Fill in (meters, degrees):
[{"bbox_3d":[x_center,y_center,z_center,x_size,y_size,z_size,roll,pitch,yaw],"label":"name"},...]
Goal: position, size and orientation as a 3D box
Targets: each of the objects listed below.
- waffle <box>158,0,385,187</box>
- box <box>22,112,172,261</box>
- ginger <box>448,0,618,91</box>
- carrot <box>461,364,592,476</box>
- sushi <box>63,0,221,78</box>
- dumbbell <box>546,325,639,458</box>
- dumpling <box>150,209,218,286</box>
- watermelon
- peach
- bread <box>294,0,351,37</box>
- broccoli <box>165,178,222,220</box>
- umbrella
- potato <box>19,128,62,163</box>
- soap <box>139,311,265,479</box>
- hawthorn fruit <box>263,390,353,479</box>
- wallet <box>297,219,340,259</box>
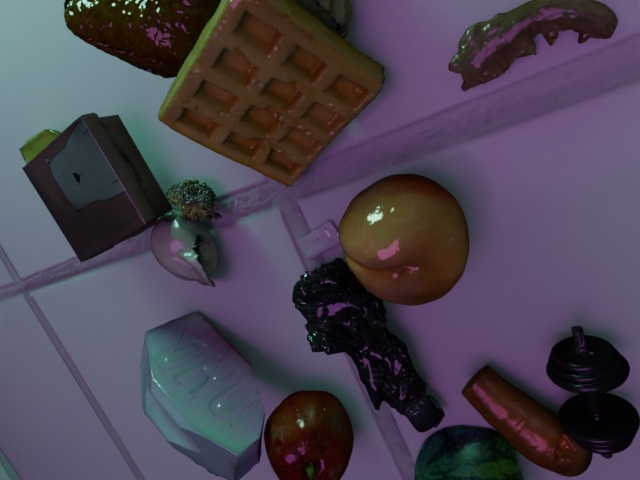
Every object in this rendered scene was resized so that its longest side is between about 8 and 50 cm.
[{"bbox_3d":[-0.072,-0.195,0.625,0.221,0.055,0.248,23,136,-29],"label":"waffle"},{"bbox_3d":[-0.412,-0.094,0.860,0.215,0.086,0.215,-23,100,31],"label":"box"},{"bbox_3d":[0.229,-0.229,0.518,0.173,0.051,0.069,-12,110,35],"label":"ginger"},{"bbox_3d":[0.308,0.276,0.701,0.193,0.087,0.087,32,125,13],"label":"carrot"},{"bbox_3d":[-0.247,-0.326,0.685,0.287,0.149,0.140,18,86,20],"label":"sushi"},{"bbox_3d":[0.366,0.207,0.622,0.099,0.099,0.208,-11,107,33],"label":"dumbbell"},{"bbox_3d":[-0.266,0.024,0.900,0.177,0.092,0.150,24,134,14],"label":"dumpling"},{"bbox_3d":[0.243,0.397,0.794,0.231,0.128,0.146,-8,91,34],"label":"watermelon"},{"bbox_3d":[0.113,0.000,0.619,0.184,0.184,0.184,13,119,24],"label":"peach"},{"bbox_3d":[-0.019,-0.331,0.584,0.103,0.156,0.110,6,75,31],"label":"bread"},{"bbox_3d":[-0.231,-0.069,0.841,0.097,0.095,0.092,-10,135,-4],"label":"broccoli"},{"bbox_3d":[0.072,0.192,0.769,0.154,0.128,0.336,-19,106,32],"label":"umbrella"},{"bbox_3d":[-0.555,-0.180,0.980,0.198,0.054,0.119,3,115,30],"label":"potato"},{"bbox_3d":[-0.226,0.298,0.900,0.324,0.193,0.109,37,127,27],"label":"soap"},{"bbox_3d":[-0.017,0.383,0.861,0.179,0.200,0.179,-2,104,-8],"label":"hawthorn fruit"},{"bbox_3d":[0.000,0.000,0.782,0.083,0.011,0.044,-32,95,37],"label":"wallet"}]
